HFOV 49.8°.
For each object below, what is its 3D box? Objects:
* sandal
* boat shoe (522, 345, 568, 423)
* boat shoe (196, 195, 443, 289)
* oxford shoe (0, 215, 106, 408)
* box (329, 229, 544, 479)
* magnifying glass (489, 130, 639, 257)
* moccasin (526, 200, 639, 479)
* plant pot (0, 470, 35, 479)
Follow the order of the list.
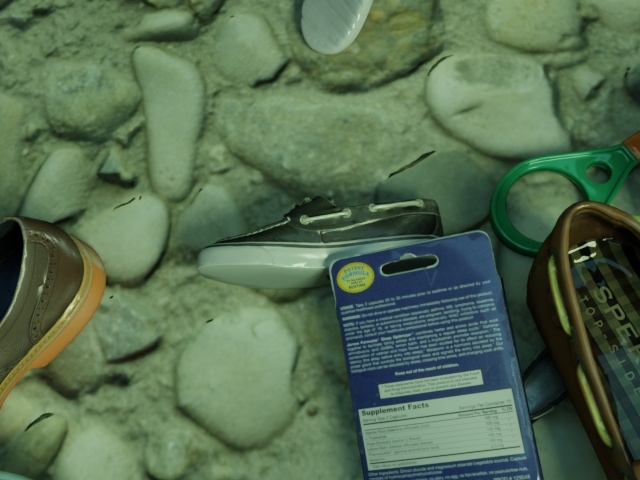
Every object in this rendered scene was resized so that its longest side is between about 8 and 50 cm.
[{"bbox_3d":[0.053,-0.317,0.723,0.102,0.076,0.265,24,96,30],"label":"sandal"},{"bbox_3d":[0.198,0.102,0.565,0.125,0.038,0.046,-39,70,-6],"label":"boat shoe"},{"bbox_3d":[0.000,0.000,0.615,0.219,0.078,0.070,-3,71,-1],"label":"boat shoe"},{"bbox_3d":[-0.345,0.127,0.586,0.130,0.133,0.364,30,78,17],"label":"oxford shoe"},{"bbox_3d":[0.090,0.114,0.545,0.136,0.036,0.225,-12,82,17],"label":"box"},{"bbox_3d":[0.258,-0.064,0.625,0.231,0.026,0.092,-32,69,-1],"label":"magnifying glass"},{"bbox_3d":[0.254,0.136,0.424,0.139,0.147,0.380,-20,60,6],"label":"moccasin"},{"bbox_3d":[-0.292,0.335,0.451,0.255,0.271,0.272,-32,69,13],"label":"plant pot"}]
